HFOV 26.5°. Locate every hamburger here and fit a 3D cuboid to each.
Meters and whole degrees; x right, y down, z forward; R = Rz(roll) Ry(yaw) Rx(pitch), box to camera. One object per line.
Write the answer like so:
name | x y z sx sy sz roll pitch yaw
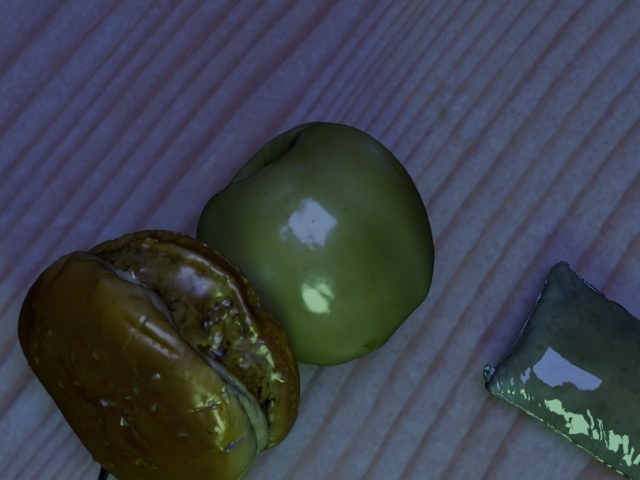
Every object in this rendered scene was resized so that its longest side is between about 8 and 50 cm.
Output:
hamburger | -0.175 0.131 1.389 0.290 0.314 0.170 51 56 -6

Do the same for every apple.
apple | 0.000 0.000 1.462 0.262 0.262 0.262 2 75 -7

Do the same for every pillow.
pillow | 0.349 0.169 1.559 0.302 0.075 0.185 32 72 0

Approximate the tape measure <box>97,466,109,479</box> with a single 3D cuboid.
tape measure | -0.355 0.291 1.399 0.164 0.084 0.330 30 55 22
